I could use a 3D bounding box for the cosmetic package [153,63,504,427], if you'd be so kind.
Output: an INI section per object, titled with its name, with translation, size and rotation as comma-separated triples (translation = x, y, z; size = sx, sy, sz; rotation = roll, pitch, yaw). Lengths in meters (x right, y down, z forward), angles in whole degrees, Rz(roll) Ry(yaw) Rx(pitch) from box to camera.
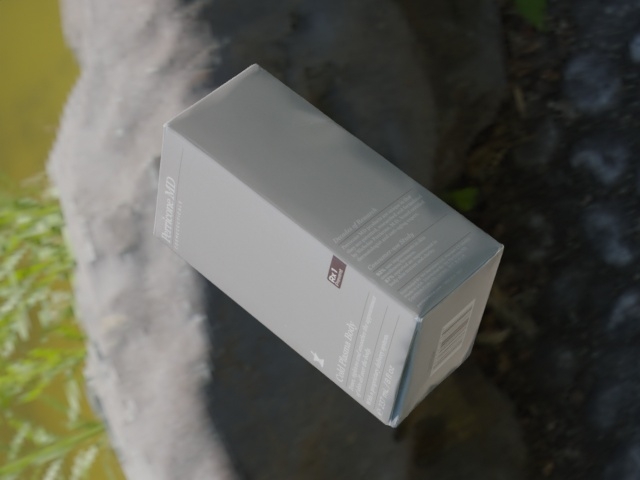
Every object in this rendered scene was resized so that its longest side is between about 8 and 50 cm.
[cosmetic package]
translation = 0.000, 0.000, 1.298
size = 0.238, 0.107, 0.127
rotation = 34, 142, 21
